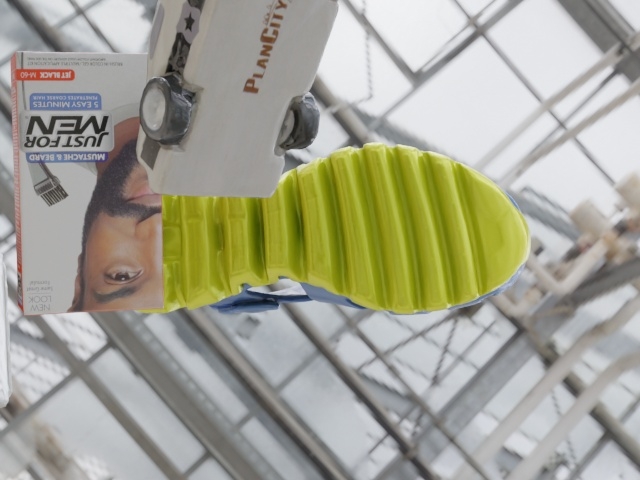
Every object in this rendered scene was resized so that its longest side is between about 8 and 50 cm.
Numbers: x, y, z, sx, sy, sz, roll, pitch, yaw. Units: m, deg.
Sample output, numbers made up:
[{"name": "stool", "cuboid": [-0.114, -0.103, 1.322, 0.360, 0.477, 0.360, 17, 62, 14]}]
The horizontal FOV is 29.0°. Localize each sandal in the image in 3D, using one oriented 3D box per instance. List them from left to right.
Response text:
[{"name": "sandal", "cuboid": [0.000, 0.000, 0.935, 0.317, 0.126, 0.138, 1, -8, 15]}]

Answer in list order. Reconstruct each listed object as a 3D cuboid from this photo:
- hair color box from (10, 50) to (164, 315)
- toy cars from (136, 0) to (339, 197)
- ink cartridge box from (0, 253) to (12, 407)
[{"name": "hair color box", "cuboid": [-0.152, -0.038, 0.808, 0.053, 0.093, 0.167, -164, -108, -72]}, {"name": "toy cars", "cuboid": [-0.074, -0.190, 0.596, 0.087, 0.176, 0.394, 43, -18, 43]}, {"name": "ink cartridge box", "cuboid": [-0.383, 0.069, 1.104, 0.093, 0.154, 0.212, -18, -22, 27]}]
